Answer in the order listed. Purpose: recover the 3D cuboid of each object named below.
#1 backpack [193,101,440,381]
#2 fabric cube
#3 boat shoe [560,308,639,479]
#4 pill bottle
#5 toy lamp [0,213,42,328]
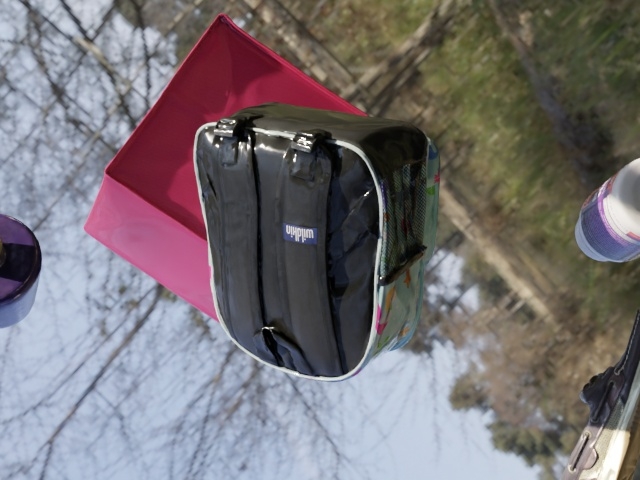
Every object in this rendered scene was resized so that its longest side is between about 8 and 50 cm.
[{"bbox_3d":[0.000,0.000,1.019,0.225,0.253,0.191,12,-160,34],"label":"backpack"},{"bbox_3d":[-0.112,-0.073,1.315,0.254,0.259,0.258,35,158,-5],"label":"fabric cube"},{"bbox_3d":[0.395,0.220,1.420,0.092,0.285,0.103,14,174,28],"label":"boat shoe"},{"bbox_3d":[0.405,-0.032,1.386,0.108,0.108,0.193,47,166,6],"label":"pill bottle"},{"bbox_3d":[-0.227,-0.024,0.661,0.080,0.080,0.274,50,159,23],"label":"toy lamp"}]
